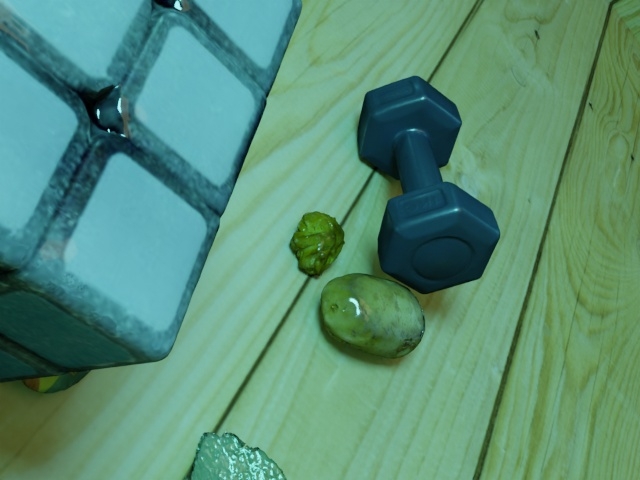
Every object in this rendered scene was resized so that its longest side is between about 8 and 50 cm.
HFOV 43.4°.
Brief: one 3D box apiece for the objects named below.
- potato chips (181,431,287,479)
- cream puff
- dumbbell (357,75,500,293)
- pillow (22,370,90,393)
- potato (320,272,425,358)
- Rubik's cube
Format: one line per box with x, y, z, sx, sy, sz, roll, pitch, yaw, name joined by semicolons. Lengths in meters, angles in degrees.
-0.091;0.294;0.752;0.167;0.059;0.228;61;27;-13;potato chips
0.000;0.000;1.031;0.083;0.058;0.083;-10;75;-50;cream puff
0.139;-0.084;1.116;0.160;0.144;0.325;28;36;-28;dumbbell
-0.275;0.024;0.727;0.233;0.086;0.214;27;60;-36;pillow
0.068;0.095;1.024;0.170;0.080;0.107;16;45;-50;potato
-0.240;-0.107;0.510;0.305;0.301;0.304;40;52;-35;Rubik's cube
